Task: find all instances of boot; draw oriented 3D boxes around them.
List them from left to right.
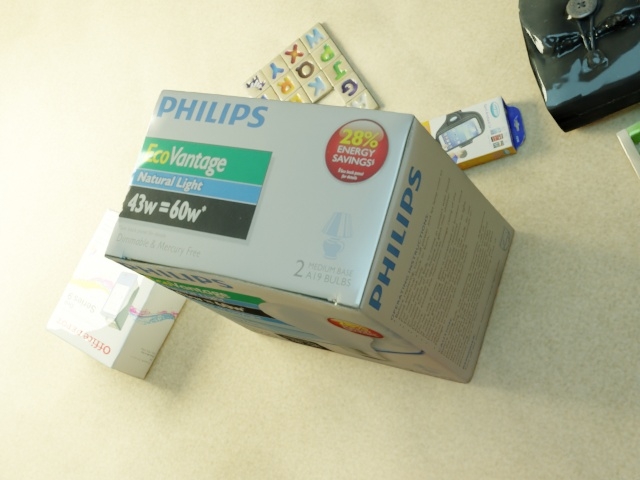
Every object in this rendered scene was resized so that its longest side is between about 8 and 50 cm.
[{"bbox_3d":[0.469,-0.367,1.331,0.445,0.146,0.366,-23,49,30],"label":"boot"}]

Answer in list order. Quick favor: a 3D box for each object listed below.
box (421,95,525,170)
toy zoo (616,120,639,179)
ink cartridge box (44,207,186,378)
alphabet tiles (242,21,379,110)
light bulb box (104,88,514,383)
[{"bbox_3d":[0.210,-0.144,1.435,0.136,0.028,0.081,-19,64,23],"label":"box"},{"bbox_3d":[0.531,-0.117,1.254,0.293,0.030,0.192,-27,61,17],"label":"toy zoo"},{"bbox_3d":[-0.293,0.080,1.577,0.154,0.093,0.212,25,86,32],"label":"ink cartridge box"},{"bbox_3d":[-0.050,-0.198,1.602,0.237,0.009,0.198,-37,59,10],"label":"alphabet tiles"},{"bbox_3d":[0.000,0.000,1.293,0.358,0.361,0.225,10,76,31],"label":"light bulb box"}]
